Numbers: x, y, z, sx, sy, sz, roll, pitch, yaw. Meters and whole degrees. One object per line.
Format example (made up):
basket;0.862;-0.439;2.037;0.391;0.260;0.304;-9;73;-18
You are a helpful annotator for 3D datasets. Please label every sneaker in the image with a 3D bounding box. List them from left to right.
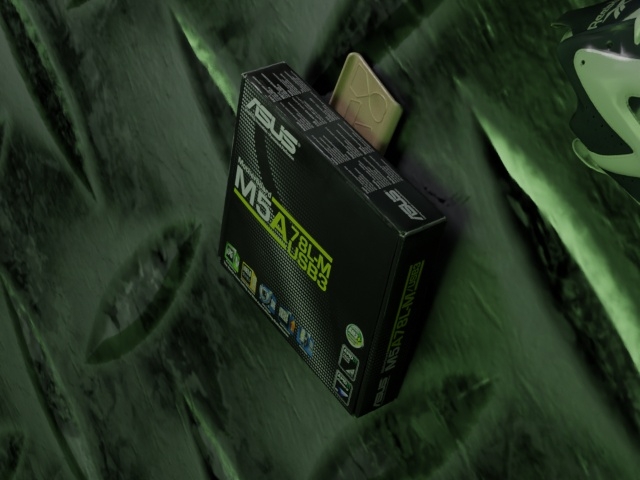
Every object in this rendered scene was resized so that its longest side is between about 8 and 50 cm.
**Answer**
sneaker;0.183;-0.112;0.695;0.153;0.094;0.235;32;137;32

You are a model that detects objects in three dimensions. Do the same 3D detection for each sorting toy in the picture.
sorting toy;0.028;-0.081;0.982;0.062;0.012;0.083;53;139;31

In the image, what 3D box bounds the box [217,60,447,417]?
box;0.000;0.000;1.009;0.191;0.045;0.184;47;145;32
